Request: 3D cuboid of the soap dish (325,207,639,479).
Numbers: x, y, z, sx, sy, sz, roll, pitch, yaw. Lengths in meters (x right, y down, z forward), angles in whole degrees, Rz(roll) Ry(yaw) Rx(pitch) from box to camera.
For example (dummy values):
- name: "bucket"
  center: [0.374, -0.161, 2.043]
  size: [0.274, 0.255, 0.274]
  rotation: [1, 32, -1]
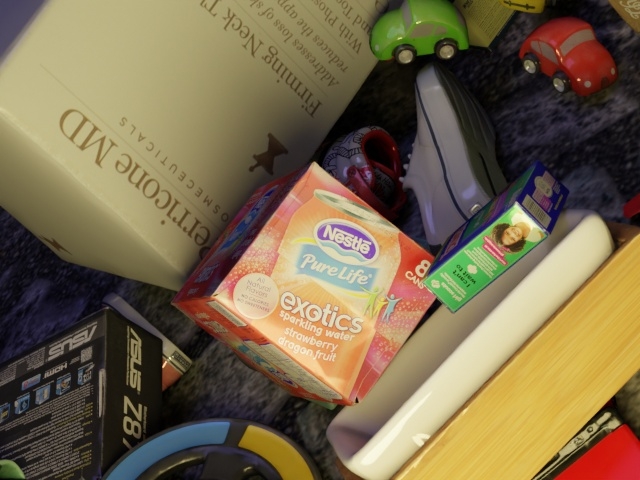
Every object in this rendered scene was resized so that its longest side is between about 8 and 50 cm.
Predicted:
- name: "soap dish"
  center: [0.142, 0.106, 1.483]
  size: [0.291, 0.118, 0.229]
  rotation: [-45, 5, -2]

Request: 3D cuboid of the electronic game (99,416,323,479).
- name: "electronic game"
  center: [-0.105, 0.251, 1.679]
  size: [0.229, 0.048, 0.229]
  rotation: [-8, 46, 8]

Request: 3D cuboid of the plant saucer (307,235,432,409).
- name: "plant saucer"
  center: [0.042, 0.072, 1.803]
  size: [0.192, 0.018, 0.067]
  rotation: [-56, 33, -12]

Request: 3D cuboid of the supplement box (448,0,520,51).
- name: "supplement box"
  center: [0.160, -0.255, 1.959]
  size: [0.083, 0.083, 0.056]
  rotation: [-55, 33, -12]

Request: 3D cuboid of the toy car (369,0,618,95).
- name: "toy car"
  center: [0.158, -0.218, 1.841]
  size: [0.225, 0.053, 0.239]
  rotation: [-8, 41, -1]

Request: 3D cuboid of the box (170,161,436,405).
- name: "box"
  center: [-0.016, 0.042, 1.645]
  size: [0.142, 0.154, 0.300]
  rotation: [-53, 6, -9]

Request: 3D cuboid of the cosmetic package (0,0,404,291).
- name: "cosmetic package"
  center: [-0.186, -0.205, 1.926]
  size: [0.327, 0.329, 0.394]
  rotation: [12, 63, 54]

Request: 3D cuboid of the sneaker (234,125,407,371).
- name: "sneaker"
  center: [-0.001, -0.001, 1.865]
  size: [0.145, 0.090, 0.270]
  rotation: [-20, 38, 39]

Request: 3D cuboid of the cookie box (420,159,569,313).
- name: "cookie box"
  center: [0.137, -0.003, 1.480]
  size: [0.107, 0.040, 0.092]
  rotation: [-42, 5, 29]

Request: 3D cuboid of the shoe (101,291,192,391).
- name: "shoe"
  center: [-0.207, 0.119, 2.000]
  size: [0.081, 0.063, 0.178]
  rotation: [-47, 35, -6]

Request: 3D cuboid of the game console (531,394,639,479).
- name: "game console"
  center: [0.198, 0.200, 1.484]
  size: [0.144, 0.085, 0.124]
  rotation: [-40, 1, 10]

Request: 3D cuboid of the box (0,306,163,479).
- name: "box"
  center: [-0.329, 0.281, 1.891]
  size: [0.395, 0.097, 0.318]
  rotation: [-27, 46, 29]

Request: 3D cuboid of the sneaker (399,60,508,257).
- name: "sneaker"
  center: [0.114, -0.080, 1.813]
  size: [0.091, 0.094, 0.258]
  rotation: [-39, 29, 21]

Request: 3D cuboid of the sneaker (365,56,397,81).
- name: "sneaker"
  center: [0.096, -0.303, 2.040]
  size: [0.276, 0.135, 0.097]
  rotation: [-52, 34, -6]

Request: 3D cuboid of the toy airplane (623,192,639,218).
- name: "toy airplane"
  center: [0.318, -0.052, 1.604]
  size: [0.151, 0.028, 0.151]
  rotation: [-29, 36, 24]

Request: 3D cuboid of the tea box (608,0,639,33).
- name: "tea box"
  center: [0.335, -0.415, 1.698]
  size: [0.323, 0.329, 0.220]
  rotation: [-23, 39, 35]

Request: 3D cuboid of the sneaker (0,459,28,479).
- name: "sneaker"
  center: [-0.317, 0.318, 1.719]
  size: [0.151, 0.094, 0.256]
  rotation: [-28, 52, 24]
